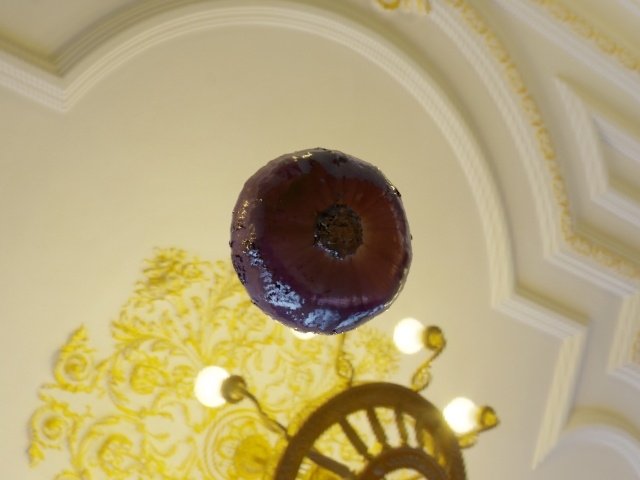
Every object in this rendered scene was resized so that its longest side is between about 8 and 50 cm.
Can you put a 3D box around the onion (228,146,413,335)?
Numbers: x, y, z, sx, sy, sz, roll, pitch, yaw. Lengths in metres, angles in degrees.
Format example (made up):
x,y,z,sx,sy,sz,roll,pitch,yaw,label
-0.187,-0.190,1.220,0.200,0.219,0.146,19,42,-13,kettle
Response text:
x,y,z,sx,sy,sz,roll,pitch,yaw,label
0.000,0.000,0.568,0.115,0.104,0.115,0,-93,-6,onion
